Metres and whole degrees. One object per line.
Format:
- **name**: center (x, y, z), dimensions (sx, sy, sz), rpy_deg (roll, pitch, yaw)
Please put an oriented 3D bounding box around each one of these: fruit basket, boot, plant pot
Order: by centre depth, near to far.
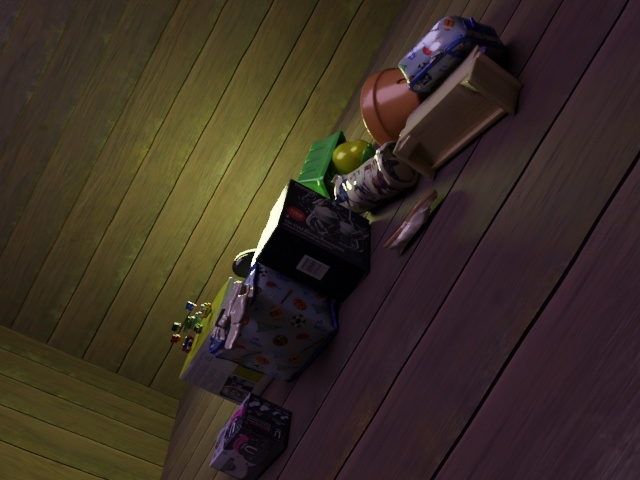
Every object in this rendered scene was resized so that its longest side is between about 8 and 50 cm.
- **plant pot**: center (0.309, -0.462, 1.632), dimensions (0.203, 0.291, 0.291), rpy_deg (-11, 49, 50)
- **boot**: center (-0.226, 0.166, 2.172), dimensions (0.445, 0.366, 0.146), rpy_deg (-111, 16, -72)
- **fruit basket**: center (0.106, -0.338, 2.275), dimensions (0.392, 0.283, 0.392), rpy_deg (-13, 46, 14)

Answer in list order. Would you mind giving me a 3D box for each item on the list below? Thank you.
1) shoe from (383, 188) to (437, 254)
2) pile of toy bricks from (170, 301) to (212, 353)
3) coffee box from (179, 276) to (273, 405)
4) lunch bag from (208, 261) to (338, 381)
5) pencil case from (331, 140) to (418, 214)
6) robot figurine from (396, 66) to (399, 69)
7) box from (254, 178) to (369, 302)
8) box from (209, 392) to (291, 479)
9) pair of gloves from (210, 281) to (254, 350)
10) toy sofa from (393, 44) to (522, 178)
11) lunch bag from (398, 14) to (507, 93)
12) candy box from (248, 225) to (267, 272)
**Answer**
- **shoe**: center (0.268, -0.051, 1.381), dimensions (0.219, 0.058, 0.076), rpy_deg (-53, -5, 19)
- **pile of toy bricks**: center (-0.524, 0.346, 1.988), dimensions (0.105, 0.118, 0.212), rpy_deg (24, -94, -73)
- **coffee box**: center (-0.347, 0.432, 2.062), dimensions (0.338, 0.334, 0.338), rpy_deg (-54, 15, 27)
- **lunch bag**: center (-0.175, 0.309, 1.683), dimensions (0.385, 0.327, 0.239), rpy_deg (-57, 18, 28)
- **pencil case**: center (0.187, -0.217, 1.725), dimensions (0.160, 0.183, 0.410), rpy_deg (-66, 15, -20)
- **robot figurine**: center (0.369, -0.618, 1.895), dimensions (0.278, 0.209, 0.174), rpy_deg (172, 105, -73)
- **box**: center (-0.016, -0.005, 1.697), dimensions (0.179, 0.343, 0.313), rpy_deg (-55, 15, 32)
- **box**: center (-0.229, 0.643, 1.563), dimensions (0.247, 0.163, 0.142), rpy_deg (-55, 13, 28)
- **pair of gloves**: center (-0.277, 0.227, 1.507), dimensions (0.240, 0.042, 0.204), rpy_deg (2, 71, 67)
- **toy sofa**: center (0.377, -0.352, 1.362), dimensions (0.362, 0.150, 0.177), rpy_deg (-43, 18, 54)
- **lunch bag**: center (0.389, -0.535, 1.412), dimensions (0.303, 0.115, 0.243), rpy_deg (-13, -15, -42)
- **candy box**: center (-0.084, 0.077, 1.841), dimensions (0.122, 0.317, 0.268), rpy_deg (-54, 14, 34)
